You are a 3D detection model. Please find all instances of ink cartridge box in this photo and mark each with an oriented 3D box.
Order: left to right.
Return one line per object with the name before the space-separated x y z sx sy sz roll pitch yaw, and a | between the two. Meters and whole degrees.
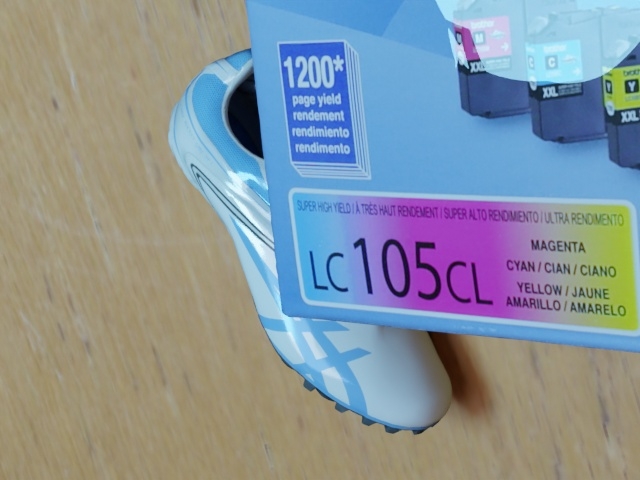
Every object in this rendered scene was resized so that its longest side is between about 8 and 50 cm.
ink cartridge box | 0.103 -0.162 0.632 0.270 0.151 0.395 3 104 37

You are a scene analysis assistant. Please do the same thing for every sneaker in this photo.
sneaker | 0.000 0.000 0.800 0.237 0.085 0.086 56 134 8
